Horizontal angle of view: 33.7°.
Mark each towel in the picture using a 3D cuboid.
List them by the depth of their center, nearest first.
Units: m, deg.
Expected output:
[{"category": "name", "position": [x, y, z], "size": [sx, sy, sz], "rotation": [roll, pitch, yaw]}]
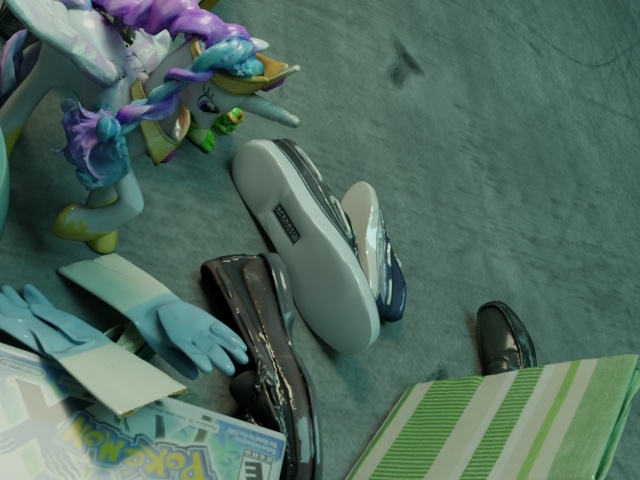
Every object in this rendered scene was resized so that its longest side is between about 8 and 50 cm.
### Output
[{"category": "towel", "position": [0.194, 0.221, 1.207], "size": [0.248, 0.325, 0.038], "rotation": [-44, 113, -51]}]

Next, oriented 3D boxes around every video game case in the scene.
[{"category": "video game case", "position": [-0.208, 0.241, 0.880], "size": [0.329, 0.036, 0.300], "rotation": [20, 44, -8]}]

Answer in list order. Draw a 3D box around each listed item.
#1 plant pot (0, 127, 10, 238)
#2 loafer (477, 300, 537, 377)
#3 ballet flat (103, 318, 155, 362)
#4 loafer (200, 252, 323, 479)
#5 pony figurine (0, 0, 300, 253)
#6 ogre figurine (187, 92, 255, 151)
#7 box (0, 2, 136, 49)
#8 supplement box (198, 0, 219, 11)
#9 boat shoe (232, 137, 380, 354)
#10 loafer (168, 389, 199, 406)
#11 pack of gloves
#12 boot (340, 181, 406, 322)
[{"category": "plant pot", "position": [-0.386, -0.035, 0.831], "size": [0.293, 0.235, 0.293], "rotation": [26, 47, -32]}, {"category": "loafer", "position": [0.269, 0.191, 1.507], "size": [0.078, 0.076, 0.223], "rotation": [10, 60, -52]}, {"category": "ballet flat", "position": [-0.215, 0.129, 1.060], "size": [0.052, 0.057, 0.168], "rotation": [28, 34, 8]}, {"category": "loafer", "position": [-0.072, 0.146, 1.168], "size": [0.095, 0.109, 0.302], "rotation": [4, 53, -24]}, {"category": "pony figurine", "position": [-0.215, -0.181, 1.014], "size": [0.351, 0.363, 0.303], "rotation": [55, 38, -1]}, {"category": "ogre figurine", "position": [-0.149, -0.161, 1.273], "size": [0.197, 0.118, 0.097], "rotation": [5, 61, -45]}, {"category": "box", "position": [-0.272, -0.267, 1.248], "size": [0.180, 0.077, 0.147], "rotation": [31, 44, -29]}, {"category": "supplement box", "position": [-0.206, -0.427, 1.393], "size": [0.191, 0.129, 0.194], "rotation": [25, 47, -34]}, {"category": "boat shoe", "position": [0.000, 0.000, 1.338], "size": [0.102, 0.108, 0.301], "rotation": [-16, 69, -50]}, {"category": "loafer", "position": [-0.177, 0.187, 1.066], "size": [0.125, 0.039, 0.045], "rotation": [-28, 118, -48]}, {"category": "pack of gloves", "position": [-0.200, 0.098, 1.028], "size": [0.232, 0.046, 0.195], "rotation": [29, 29, 30]}, {"category": "boot", "position": [0.072, 0.018, 1.436], "size": [0.086, 0.069, 0.190], "rotation": [28, 53, -41]}]
